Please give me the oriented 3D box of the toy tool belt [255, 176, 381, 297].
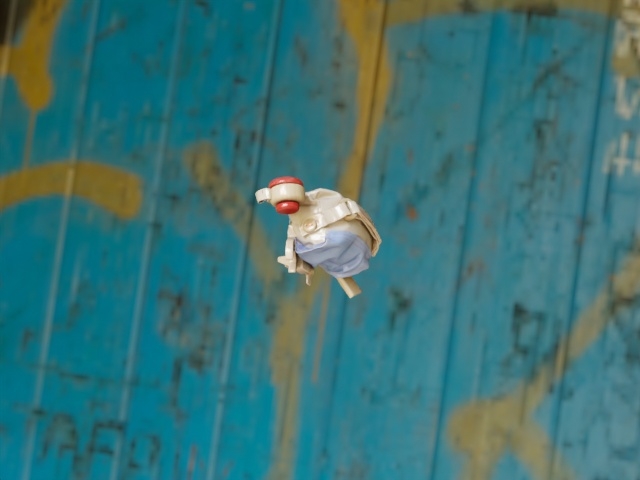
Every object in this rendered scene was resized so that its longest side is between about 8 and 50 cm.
[{"bbox_3d":[0.000,0.000,0.896,0.052,0.051,0.083,-15,-22,28],"label":"toy tool belt"}]
